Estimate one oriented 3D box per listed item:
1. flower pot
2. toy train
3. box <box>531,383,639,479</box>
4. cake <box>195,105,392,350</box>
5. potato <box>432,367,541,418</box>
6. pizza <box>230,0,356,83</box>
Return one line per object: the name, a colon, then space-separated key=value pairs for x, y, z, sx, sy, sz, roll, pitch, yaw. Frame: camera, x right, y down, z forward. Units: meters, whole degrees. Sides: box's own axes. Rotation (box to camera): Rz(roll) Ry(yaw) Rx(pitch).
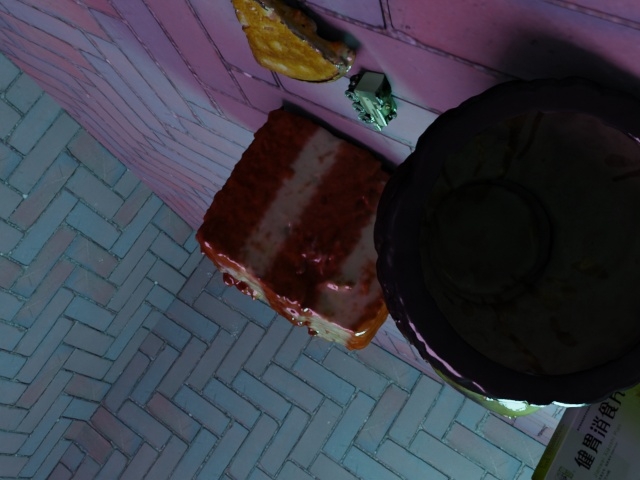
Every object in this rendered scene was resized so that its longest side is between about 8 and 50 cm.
flower pot: x=0.173 y=0.001 z=0.605 sx=0.267 sy=0.266 sz=0.267 roll=34 pitch=179 yaw=-3
toy train: x=0.063 y=-0.163 z=0.738 sx=0.053 sy=0.033 sz=0.083 roll=21 pitch=163 yaw=36
box: x=0.505 y=0.347 z=1.073 sx=0.175 sy=0.260 sz=0.062 roll=32 pitch=166 yaw=6
cake: x=0.000 y=0.000 z=1.006 sx=0.320 sy=0.270 sz=0.269 roll=30 pitch=168 yaw=8
potato: x=0.360 y=0.268 z=1.366 sx=0.308 sy=0.173 sz=0.210 roll=36 pitch=167 yaw=1
pizza: x=-0.055 y=-0.246 z=0.718 sx=0.176 sy=0.036 sz=0.185 roll=41 pitch=168 yaw=-25
